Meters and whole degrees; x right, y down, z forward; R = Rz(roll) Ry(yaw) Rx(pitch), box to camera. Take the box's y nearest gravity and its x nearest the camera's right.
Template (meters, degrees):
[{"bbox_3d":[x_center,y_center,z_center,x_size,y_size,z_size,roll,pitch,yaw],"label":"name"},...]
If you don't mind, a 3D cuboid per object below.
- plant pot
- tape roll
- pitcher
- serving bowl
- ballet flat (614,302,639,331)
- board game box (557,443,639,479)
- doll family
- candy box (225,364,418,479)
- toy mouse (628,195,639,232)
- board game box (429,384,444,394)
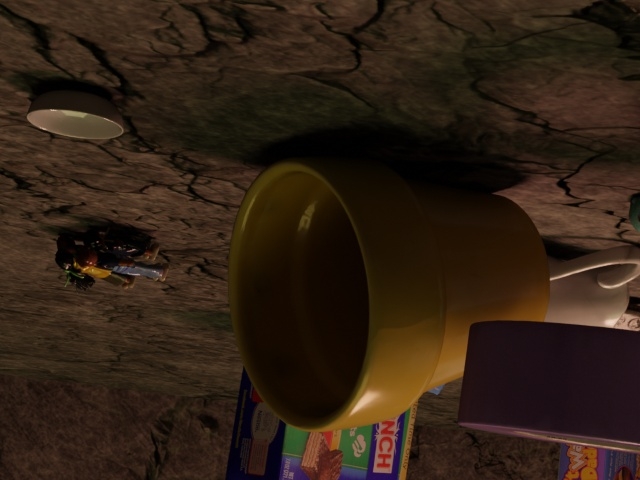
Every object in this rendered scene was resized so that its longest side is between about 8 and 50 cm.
[{"bbox_3d":[0.075,0.041,1.449,0.239,0.254,0.254,-5,176,-32],"label":"plant pot"},{"bbox_3d":[0.257,0.132,1.298,0.275,0.090,0.275,8,173,1],"label":"tape roll"},{"bbox_3d":[0.245,0.055,1.704,0.207,0.125,0.177,-2,149,-14],"label":"pitcher"},{"bbox_3d":[-0.210,-0.112,1.324,0.083,0.027,0.083,5,168,1],"label":"serving bowl"},{"bbox_3d":[0.307,0.099,2.001,0.250,0.058,0.084,-5,129,22],"label":"ballet flat"},{"bbox_3d":[0.470,0.392,2.559,0.078,0.347,0.233,0,166,28],"label":"board game box"},{"bbox_3d":[-0.267,0.022,1.883,0.111,0.076,0.193,18,158,-30],"label":"doll family"},{"bbox_3d":[0.014,0.274,2.426,0.122,0.268,0.317,1,168,40],"label":"candy box"},{"bbox_3d":[0.350,-0.018,1.475,0.161,0.031,0.143,14,166,-32],"label":"toy mouse"},{"bbox_3d":[0.079,0.144,2.158,0.160,0.039,0.211,37,-176,27],"label":"board game box"}]
